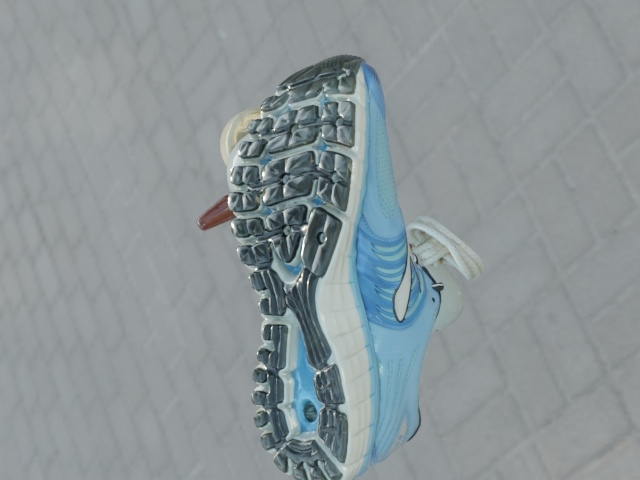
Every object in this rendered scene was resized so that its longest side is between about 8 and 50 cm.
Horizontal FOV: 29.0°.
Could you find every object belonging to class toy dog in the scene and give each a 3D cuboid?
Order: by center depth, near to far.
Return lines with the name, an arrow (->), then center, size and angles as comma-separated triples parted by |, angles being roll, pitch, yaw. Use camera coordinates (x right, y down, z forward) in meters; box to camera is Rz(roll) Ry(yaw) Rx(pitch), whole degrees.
toy dog -> 0.000, 0.000, 1.328 | 0.333, 0.220, 0.161 | 41, 81, 6

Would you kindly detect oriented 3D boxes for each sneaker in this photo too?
sneaker -> 0.011, 0.010, 0.481 | 0.063, 0.073, 0.162 | 3, 94, 43
